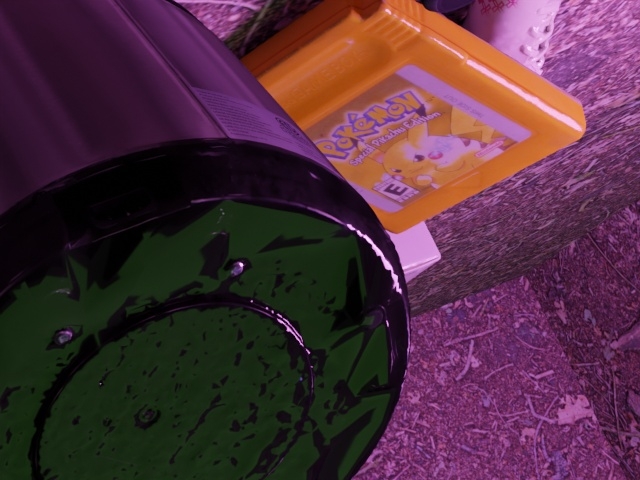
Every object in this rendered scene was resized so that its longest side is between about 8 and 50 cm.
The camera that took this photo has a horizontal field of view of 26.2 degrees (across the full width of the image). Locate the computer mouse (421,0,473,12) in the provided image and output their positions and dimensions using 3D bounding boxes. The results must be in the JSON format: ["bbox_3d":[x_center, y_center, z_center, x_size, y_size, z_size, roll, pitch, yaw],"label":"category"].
[{"bbox_3d":[0.183,-0.306,1.209,0.272,0.072,0.188,-37,167,-3],"label":"computer mouse"}]

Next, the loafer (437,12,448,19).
[{"bbox_3d":[0.061,-0.178,1.493,0.251,0.094,0.087,-32,180,43],"label":"loafer"}]

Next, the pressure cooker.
[{"bbox_3d":[-0.171,0.006,0.997,0.375,0.420,0.370,-30,134,-9],"label":"pressure cooker"}]

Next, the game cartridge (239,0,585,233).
[{"bbox_3d":[0.063,-0.124,1.413,0.324,0.052,0.285,22,143,-38],"label":"game cartridge"}]

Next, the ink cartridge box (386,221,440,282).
[{"bbox_3d":[0.000,0.000,1.828,0.121,0.211,0.289,-19,168,-34],"label":"ink cartridge box"}]

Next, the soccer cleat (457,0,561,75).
[{"bbox_3d":[0.205,-0.210,1.471,0.116,0.143,0.331,-20,167,-24],"label":"soccer cleat"}]
